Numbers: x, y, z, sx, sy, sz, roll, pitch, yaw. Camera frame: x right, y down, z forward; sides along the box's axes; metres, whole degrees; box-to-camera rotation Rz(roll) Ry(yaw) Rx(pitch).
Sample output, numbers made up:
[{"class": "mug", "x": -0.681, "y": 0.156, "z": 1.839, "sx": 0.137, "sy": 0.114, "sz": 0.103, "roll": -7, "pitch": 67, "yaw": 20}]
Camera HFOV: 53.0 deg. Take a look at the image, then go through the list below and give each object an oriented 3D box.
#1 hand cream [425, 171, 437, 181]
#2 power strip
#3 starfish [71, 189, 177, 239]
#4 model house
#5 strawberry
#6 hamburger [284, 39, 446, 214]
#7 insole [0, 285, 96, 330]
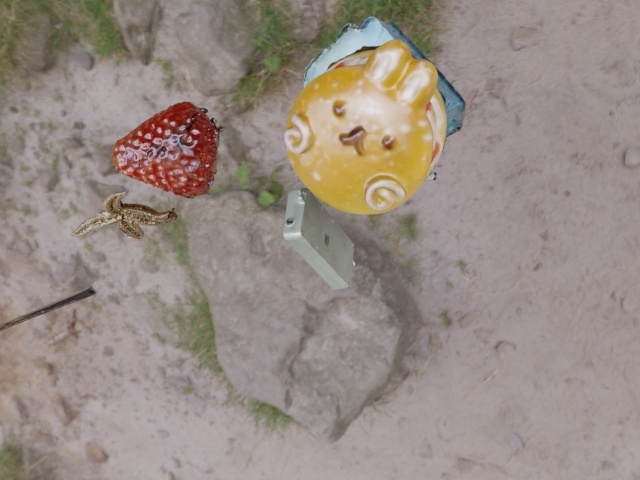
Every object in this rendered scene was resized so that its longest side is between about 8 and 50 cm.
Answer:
[{"class": "hand cream", "x": 0.186, "y": -0.130, "z": 1.268, "sx": 0.022, "sy": 0.102, "sz": 0.035, "roll": -64, "pitch": 35, "yaw": 39}, {"class": "power strip", "x": 0.000, "y": 0.000, "z": 1.325, "sx": 0.046, "sy": 0.118, "sz": 0.270, "roll": -7, "pitch": 148, "yaw": 26}, {"class": "starfish", "x": -0.404, "y": -0.049, "z": 1.305, "sx": 0.237, "sy": 0.213, "sz": 0.057, "roll": -7, "pitch": 67, "yaw": 5}, {"class": "model house", "x": 0.142, "y": -0.293, "z": 1.300, "sx": 0.226, "sy": 0.241, "sz": 0.261, "roll": -45, "pitch": 75, "yaw": 31}, {"class": "strawberry", "x": -0.395, "y": -0.248, "z": 1.691, "sx": 0.280, "sy": 0.150, "sz": 0.254, "roll": 20, "pitch": 99, "yaw": -11}, {"class": "hamburger", "x": 0.086, "y": -0.187, "z": 1.063, "sx": 0.261, "sy": 0.186, "sz": 0.302, "roll": 46, "pitch": 119, "yaw": -5}, {"class": "insole", "x": -0.370, "y": 0.111, "z": 0.646, "sx": 0.110, "sy": 0.309, "sz": 0.012, "roll": -19, "pitch": 96, "yaw": 46}]
